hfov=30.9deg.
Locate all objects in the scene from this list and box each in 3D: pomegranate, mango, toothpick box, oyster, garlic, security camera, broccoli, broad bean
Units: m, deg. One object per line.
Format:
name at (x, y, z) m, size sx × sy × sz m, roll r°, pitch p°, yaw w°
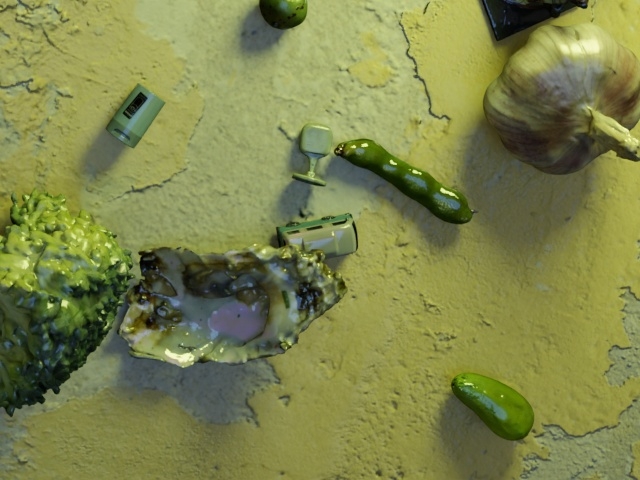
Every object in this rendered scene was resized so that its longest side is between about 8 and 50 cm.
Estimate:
pomegranate at (-0.056, -0.352, 1.700) m, size 0.073 × 0.073 × 0.085 m, roll -9°, pitch 69°, yaw -11°
mango at (0.286, 0.267, 1.910) m, size 0.165 × 0.091 × 0.074 m, roll 37°, pitch 103°, yaw -19°
toothpick box at (-0.270, -0.182, 1.692) m, size 0.052 × 0.052 × 0.083 m, roll 35°, pitch 92°, yaw -18°
oyster at (-0.131, 0.094, 1.762) m, size 0.354 × 0.107 × 0.201 m, roll -1°, pitch 106°, yaw 11°
garlic at (0.395, -0.187, 1.735) m, size 0.245 × 0.253 × 0.245 m, roll -13°, pitch 130°, yaw -15°
security camera at (-0.009, -0.133, 1.773) m, size 0.058 × 0.058 × 0.092 m, roll 14°, pitch 88°, yaw -16°
broccoli at (-0.420, 0.069, 1.568) m, size 0.281 × 0.348 × 0.293 m, roll 41°, pitch 86°, yaw -8°
broad bean at (0.134, -0.096, 1.809) m, size 0.256 × 0.053 × 0.052 m, roll 28°, pitch 133°, yaw -17°

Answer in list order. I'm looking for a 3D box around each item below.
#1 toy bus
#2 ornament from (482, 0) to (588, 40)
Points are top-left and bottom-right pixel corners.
toy bus at (0.000, 0.000, 1.786) m, size 0.123 × 0.075 × 0.060 m, roll -11°, pitch 106°, yaw -10°
ornament at (0.344, -0.391, 1.715) m, size 0.166 × 0.196 × 0.153 m, roll -26°, pitch 108°, yaw -8°
